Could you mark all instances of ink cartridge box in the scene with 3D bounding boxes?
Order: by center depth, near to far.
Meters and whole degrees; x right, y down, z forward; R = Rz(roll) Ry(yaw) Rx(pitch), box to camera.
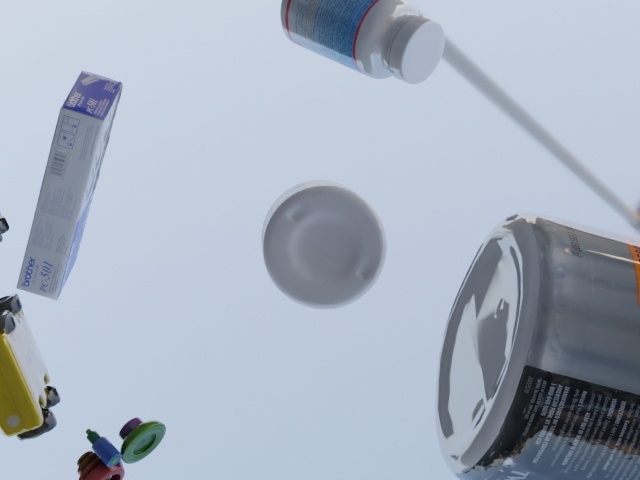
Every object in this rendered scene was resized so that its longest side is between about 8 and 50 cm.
[{"bbox_3d":[-0.248,-0.054,1.592,0.097,0.046,0.207,-80,-172,-62],"label":"ink cartridge box"}]

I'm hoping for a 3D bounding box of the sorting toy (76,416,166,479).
[{"bbox_3d":[-0.196,0.195,1.514,0.102,0.061,0.042,-47,-114,1],"label":"sorting toy"}]

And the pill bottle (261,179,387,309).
[{"bbox_3d":[0.000,0.000,1.603,0.119,0.119,0.208,-54,-176,1],"label":"pill bottle"}]

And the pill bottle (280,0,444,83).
[{"bbox_3d":[0.043,-0.214,1.617,0.160,0.087,0.087,29,-95,34],"label":"pill bottle"}]

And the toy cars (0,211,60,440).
[{"bbox_3d":[-0.309,0.038,1.398,0.087,0.176,0.394,-21,-130,-5],"label":"toy cars"}]

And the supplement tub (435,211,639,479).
[{"bbox_3d":[0.254,0.106,1.121,0.193,0.316,0.194,-166,-90,-78],"label":"supplement tub"}]
